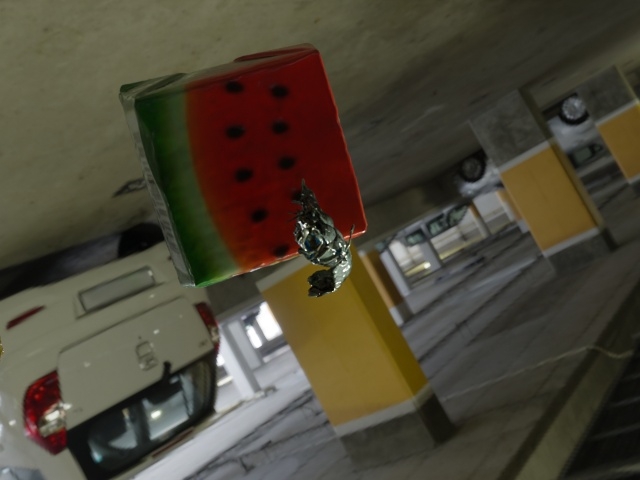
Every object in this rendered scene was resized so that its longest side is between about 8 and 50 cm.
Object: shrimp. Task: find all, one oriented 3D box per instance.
[{"bbox_3d":[0.005,0.000,0.836,0.076,0.082,0.174,-12,142,2],"label":"shrimp"}]

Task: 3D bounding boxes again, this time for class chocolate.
[{"bbox_3d":[-0.116,-0.124,1.162,0.341,0.360,0.161,-18,-168,-10],"label":"chocolate"}]

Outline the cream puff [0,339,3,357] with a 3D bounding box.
[{"bbox_3d":[-0.306,0.098,0.583,0.058,0.083,0.083,-15,146,23],"label":"cream puff"}]
